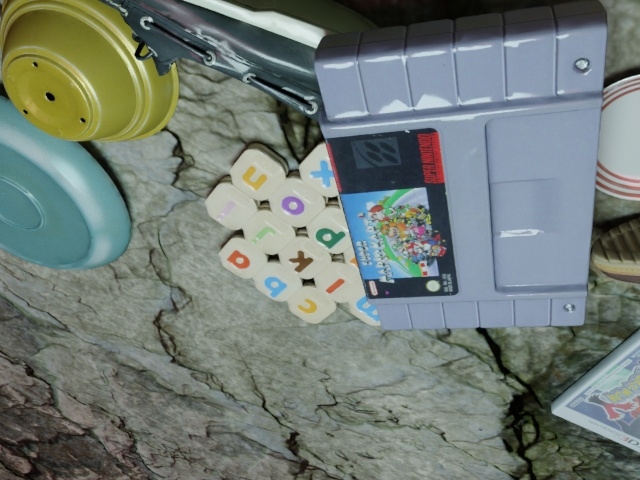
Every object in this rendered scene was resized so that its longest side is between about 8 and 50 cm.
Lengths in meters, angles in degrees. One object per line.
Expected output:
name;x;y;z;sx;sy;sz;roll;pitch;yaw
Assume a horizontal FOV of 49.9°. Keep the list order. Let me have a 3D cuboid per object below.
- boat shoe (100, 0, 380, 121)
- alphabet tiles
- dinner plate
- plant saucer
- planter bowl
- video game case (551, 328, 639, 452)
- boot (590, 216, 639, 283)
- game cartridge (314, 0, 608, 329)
boat shoe;-0.118;-0.199;0.635;0.340;0.127;0.113;17;125;-7
alphabet tiles;0.000;0.000;0.852;0.284;0.021;0.278;35;135;-12
dinner plate;0.305;-0.096;0.636;0.141;0.017;0.141;12;136;12
plant saucer;-0.409;-0.061;0.929;0.318;0.043;0.317;14;141;12
planter bowl;-0.272;-0.176;0.746;0.217;0.090;0.217;11;134;12
video game case;0.427;0.204;0.869;0.184;0.023;0.201;24;136;-1
boot;0.411;0.069;0.696;0.249;0.090;0.206;-4;128;21
game cartridge;0.135;-0.036;0.645;0.230;0.068;0.355;-7;134;11
